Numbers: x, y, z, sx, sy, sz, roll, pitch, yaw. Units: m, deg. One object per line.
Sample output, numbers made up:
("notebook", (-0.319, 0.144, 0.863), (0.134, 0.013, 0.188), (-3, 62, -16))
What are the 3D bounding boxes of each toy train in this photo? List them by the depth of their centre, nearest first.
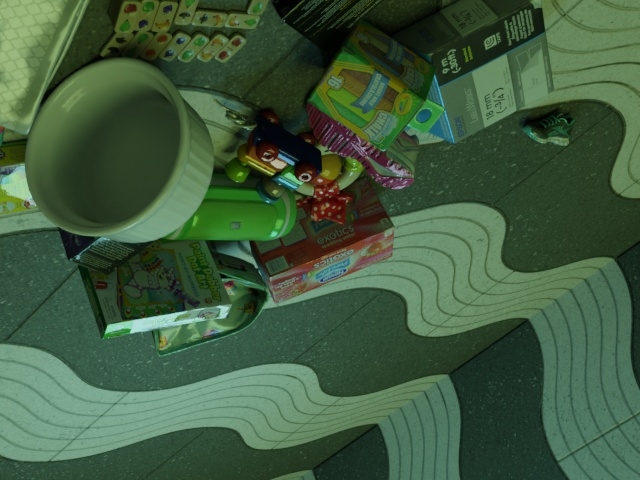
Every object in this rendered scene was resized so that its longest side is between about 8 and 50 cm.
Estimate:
("toy train", (-0.131, -0.164, 1.569), (0.248, 0.105, 0.143), (26, 131, -29))

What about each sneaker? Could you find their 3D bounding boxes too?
("sneaker", (0.085, -0.209, 1.613), (0.252, 0.111, 0.103), (37, 146, -17))
("sneaker", (0.544, -0.273, 2.011), (0.166, 0.065, 0.076), (-3, 128, -42))

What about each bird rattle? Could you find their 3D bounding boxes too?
("bird rattle", (0.018, -0.148, 1.748), (0.207, 0.143, 0.253), (20, 141, -40))

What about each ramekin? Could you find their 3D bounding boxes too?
("ramekin", (-0.300, -0.128, 1.311), (0.277, 0.277, 0.135), (-32, 159, 11))

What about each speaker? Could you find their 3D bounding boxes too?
("speaker", (-0.193, -0.062, 1.659), (0.296, 0.131, 0.131), (0, 142, -41))

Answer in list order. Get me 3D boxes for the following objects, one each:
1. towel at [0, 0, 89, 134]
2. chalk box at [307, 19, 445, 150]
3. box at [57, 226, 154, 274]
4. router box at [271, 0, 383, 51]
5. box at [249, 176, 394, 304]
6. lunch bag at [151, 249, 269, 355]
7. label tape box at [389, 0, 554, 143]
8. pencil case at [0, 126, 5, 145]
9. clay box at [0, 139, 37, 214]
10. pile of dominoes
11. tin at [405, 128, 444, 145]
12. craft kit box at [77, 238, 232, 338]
("towel", (-0.436, -0.304, 0.992), (0.317, 0.053, 0.332), (17, 117, -35))
("chalk box", (0.110, -0.256, 1.466), (0.213, 0.132, 0.132), (32, 130, -6))
("box", (-0.354, -0.064, 1.491), (0.207, 0.153, 0.108), (-36, 150, 15))
("router box", (0.030, -0.398, 1.361), (0.179, 0.046, 0.133), (-37, 151, 19))
("box", (0.000, 0.000, 1.901), (0.300, 0.154, 0.142), (-23, 152, -10))
("lunch bag", (-0.245, 0.117, 1.797), (0.262, 0.160, 0.223), (-19, -166, -9))
("label tape box", (0.257, -0.312, 1.590), (0.333, 0.106, 0.241), (-28, 139, 1))
("pencil case", (-0.477, -0.222, 1.177), (0.104, 0.104, 0.236), (-7, 145, -32))
("clay box", (-0.541, -0.095, 1.384), (0.222, 0.053, 0.127), (-14, 149, -25))
("pile of dominoes", (-0.194, -0.335, 1.286), (0.251, 0.040, 0.196), (-5, 145, -34))
("tin", (0.220, -0.244, 1.797), (0.189, 0.040, 0.106), (-10, 152, -28))
("craft kit box", (-0.325, 0.054, 1.611), (0.246, 0.250, 0.061), (-6, 145, -34))
